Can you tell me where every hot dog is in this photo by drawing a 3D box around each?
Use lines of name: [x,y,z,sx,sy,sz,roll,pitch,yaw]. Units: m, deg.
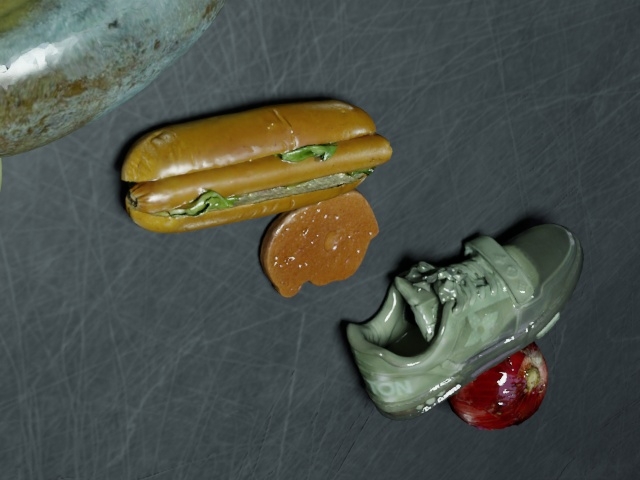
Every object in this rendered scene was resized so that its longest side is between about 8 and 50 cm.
hot dog: [-0.051,-0.064,0.857,0.249,0.068,0.100,-16,124,-29]

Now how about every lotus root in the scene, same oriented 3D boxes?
lotus root: [-0.156,-0.171,0.673,0.322,0.140,0.158,-35,90,-27]

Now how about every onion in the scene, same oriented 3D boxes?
onion: [0.198,0.155,1.134,0.131,0.131,0.131,-18,124,-28]

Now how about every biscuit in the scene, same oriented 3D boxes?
biscuit: [0.000,0.000,0.963,0.130,0.019,0.102,-23,126,-24]

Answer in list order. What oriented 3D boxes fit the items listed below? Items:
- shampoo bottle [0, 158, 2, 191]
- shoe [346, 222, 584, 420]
shampoo bottle: [-0.305,-0.049,0.670,0.162,0.079,0.079,-6,118,-35]
shoe: [0.152,0.060,1.045,0.293,0.109,0.149,-40,138,-5]
